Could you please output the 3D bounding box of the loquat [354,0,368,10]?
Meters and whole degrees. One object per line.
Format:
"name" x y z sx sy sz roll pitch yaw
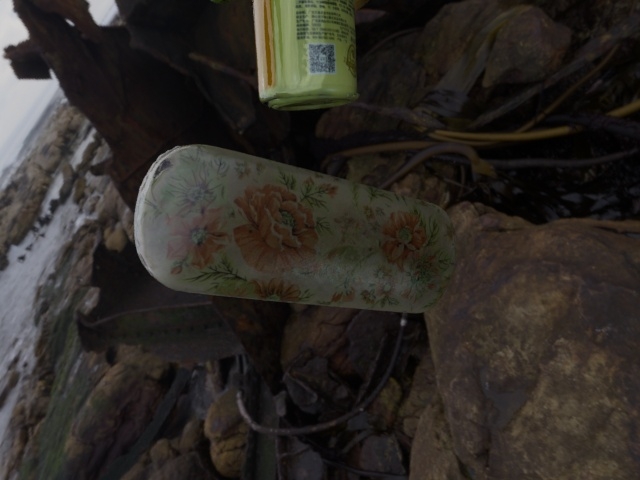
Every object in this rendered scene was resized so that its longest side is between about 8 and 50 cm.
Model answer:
"loquat" 0.040 -0.624 1.047 0.213 0.213 0.213 -32 41 33

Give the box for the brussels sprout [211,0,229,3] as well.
"brussels sprout" -0.144 -0.407 0.737 0.051 0.046 0.083 26 44 38

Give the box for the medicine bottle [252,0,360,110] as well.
"medicine bottle" -0.020 -0.271 0.514 0.124 0.124 0.238 7 104 54

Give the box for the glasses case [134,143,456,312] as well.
"glasses case" 0.000 0.000 0.560 0.098 0.425 0.156 10 90 59
